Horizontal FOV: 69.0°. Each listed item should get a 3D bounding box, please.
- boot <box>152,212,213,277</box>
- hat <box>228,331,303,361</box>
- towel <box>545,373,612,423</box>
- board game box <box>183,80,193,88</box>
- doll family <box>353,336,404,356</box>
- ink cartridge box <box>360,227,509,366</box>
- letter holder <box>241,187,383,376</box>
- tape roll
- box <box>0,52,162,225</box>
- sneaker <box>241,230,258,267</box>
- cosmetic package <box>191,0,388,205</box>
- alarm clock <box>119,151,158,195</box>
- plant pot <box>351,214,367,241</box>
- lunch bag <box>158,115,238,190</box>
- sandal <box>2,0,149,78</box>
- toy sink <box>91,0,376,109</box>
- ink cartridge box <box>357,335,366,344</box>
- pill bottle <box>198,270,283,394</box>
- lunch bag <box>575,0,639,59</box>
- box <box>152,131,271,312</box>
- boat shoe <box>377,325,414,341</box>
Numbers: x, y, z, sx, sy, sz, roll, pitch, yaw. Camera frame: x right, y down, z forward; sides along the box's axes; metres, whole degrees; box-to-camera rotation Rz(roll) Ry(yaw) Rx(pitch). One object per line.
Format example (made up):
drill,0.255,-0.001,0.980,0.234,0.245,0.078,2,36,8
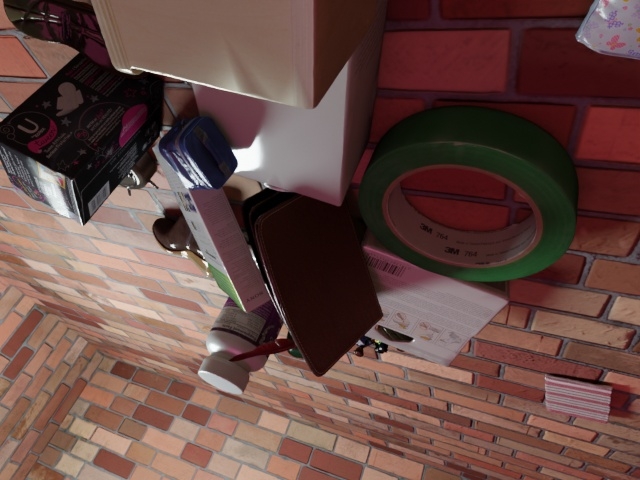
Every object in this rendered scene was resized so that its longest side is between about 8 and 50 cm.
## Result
boot,-0.314,-0.045,1.119,0.248,0.090,0.207,34,132,22
hat,-0.053,0.271,1.098,0.208,0.184,0.173,20,159,33
towel,0.642,0.393,1.167,0.144,0.029,0.197,4,140,30
board game box,-0.215,-0.304,0.588,0.165,0.042,0.243,38,167,15
doll family,0.157,0.247,1.190,0.076,0.112,0.193,32,148,-13
ink cartridge box,0.189,0.125,0.968,0.295,0.066,0.261,21,135,0
letter holder,-0.041,0.062,0.840,0.151,0.214,0.302,0,117,44
tape roll,0.222,-0.056,0.731,0.320,0.077,0.321,17,148,11
box,-0.400,-0.181,0.798,0.142,0.248,0.163,29,148,-5
sneaker,-0.195,0.020,1.141,0.212,0.080,0.094,-6,125,32
cosmetic package,-0.040,-0.236,0.570,0.217,0.156,0.385,19,149,9
alarm clock,-0.434,-0.181,1.004,0.129,0.064,0.192,13,143,18
plant pot,0.000,0.000,1.006,0.236,0.033,0.236,18,148,11
lunch bag,-0.159,-0.117,0.618,0.065,0.067,0.099,3,140,34
sandal,-0.368,-0.329,0.729,0.219,0.060,0.090,16,133,-11
toy sink,-0.084,-0.209,0.349,0.233,0.153,0.131,16,141,12
ink cartridge box,0.034,0.216,1.240,0.206,0.097,0.046,-3,140,38
pill bottle,-0.195,0.237,1.228,0.169,0.302,0.169,17,148,11
lunch bag,0.306,-0.222,0.453,0.083,0.053,0.071,9,149,6
box,-0.207,-0.040,0.859,0.232,0.058,0.322,14,127,65
boat shoe,0.218,0.187,1.060,0.177,0.064,0.060,-20,171,14
